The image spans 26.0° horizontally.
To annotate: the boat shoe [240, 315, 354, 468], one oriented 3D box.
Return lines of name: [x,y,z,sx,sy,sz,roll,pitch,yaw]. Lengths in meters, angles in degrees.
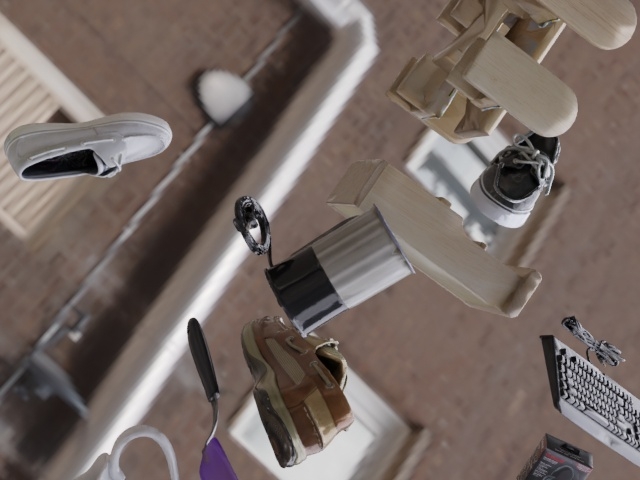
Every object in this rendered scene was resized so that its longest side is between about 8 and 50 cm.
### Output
boat shoe: [-0.022,0.179,1.752,0.120,0.122,0.324,-22,-158,-1]

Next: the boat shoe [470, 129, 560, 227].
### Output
boat shoe: [0.347,-0.118,2.365,0.105,0.113,0.306,-59,168,30]

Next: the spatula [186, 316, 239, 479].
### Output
spatula: [-0.135,0.211,1.694,0.296,0.030,0.084,-104,-153,-42]

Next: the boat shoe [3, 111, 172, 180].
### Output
boat shoe: [-0.244,-0.095,1.493,0.063,0.184,0.066,65,-36,35]

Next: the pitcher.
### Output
pitcher: [-0.196,0.325,1.594,0.178,0.207,0.125,-43,-165,9]

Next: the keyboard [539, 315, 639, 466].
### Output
keyboard: [0.410,0.208,2.050,0.033,0.317,0.201,-24,-126,26]

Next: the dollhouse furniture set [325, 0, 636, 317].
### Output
dollhouse furniture set: [0.234,-0.136,1.804,0.394,0.256,0.362,-55,-168,-5]

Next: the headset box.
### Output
headset box: [0.275,0.269,1.624,0.032,0.062,0.083,-73,-170,-60]

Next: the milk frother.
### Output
milk frother: [0.000,0.000,1.410,0.135,0.143,0.129,-31,-140,3]
